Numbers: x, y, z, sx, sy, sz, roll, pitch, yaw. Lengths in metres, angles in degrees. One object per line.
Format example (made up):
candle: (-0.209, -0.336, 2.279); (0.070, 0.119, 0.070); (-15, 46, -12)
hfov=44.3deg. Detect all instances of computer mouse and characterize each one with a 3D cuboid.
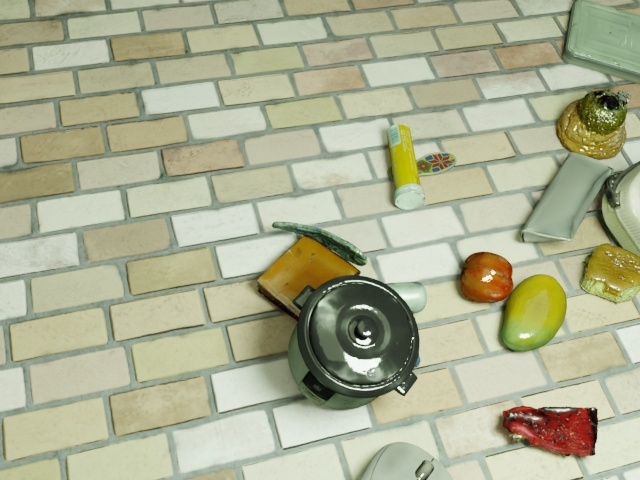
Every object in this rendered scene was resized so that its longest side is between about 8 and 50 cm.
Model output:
computer mouse: (0.128, 0.494, 1.434); (0.184, 0.121, 0.297); (41, 62, 20)

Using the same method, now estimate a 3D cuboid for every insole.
insole: (0.256, -0.185, 1.970); (0.193, 0.006, 0.065); (-15, 60, -18)

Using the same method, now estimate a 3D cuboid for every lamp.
lamp: (0.850, -0.582, 2.292); (0.269, 0.047, 0.267); (17, 55, 4)

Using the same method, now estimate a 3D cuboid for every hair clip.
hair clip: (0.001, -0.002, 1.741); (0.229, 0.066, 0.036); (23, 68, 5)

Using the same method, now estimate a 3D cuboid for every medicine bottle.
medicine bottle: (0.204, -0.184, 1.915); (0.073, 0.074, 0.218); (0, 57, -8)

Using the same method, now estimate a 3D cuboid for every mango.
mango: (0.463, 0.160, 1.718); (0.130, 0.092, 0.194); (39, 65, 16)

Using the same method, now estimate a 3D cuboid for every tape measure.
tape measure: (0.799, -0.092, 1.891); (0.271, 0.133, 0.231); (-37, 92, -26)

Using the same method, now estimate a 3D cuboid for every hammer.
hammer: (0.181, 0.180, 1.684); (0.116, 0.069, 0.194); (-2, 62, -10)

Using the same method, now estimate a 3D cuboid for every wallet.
wallet: (-0.028, 0.087, 1.732); (0.161, 0.042, 0.195); (37, 55, 8)

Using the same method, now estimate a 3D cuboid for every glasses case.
glasses case: (0.593, -0.086, 1.889); (0.128, 0.083, 0.308); (16, 51, 35)

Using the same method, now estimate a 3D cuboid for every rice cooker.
rice cooker: (0.059, 0.203, 1.534); (0.280, 0.227, 0.241); (42, 63, 6)

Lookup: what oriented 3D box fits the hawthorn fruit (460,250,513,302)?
hawthorn fruit: (0.369, 0.081, 1.747); (0.128, 0.128, 0.128); (4, 56, -5)

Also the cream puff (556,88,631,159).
cream puff: (0.720, -0.318, 2.025); (0.183, 0.169, 0.183); (3, 55, -5)

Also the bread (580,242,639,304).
bread: (0.676, 0.080, 1.815); (0.140, 0.069, 0.128); (24, 58, 9)

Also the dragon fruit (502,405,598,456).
dragon fruit: (0.456, 0.376, 1.563); (0.192, 0.122, 0.092); (7, 71, -6)
